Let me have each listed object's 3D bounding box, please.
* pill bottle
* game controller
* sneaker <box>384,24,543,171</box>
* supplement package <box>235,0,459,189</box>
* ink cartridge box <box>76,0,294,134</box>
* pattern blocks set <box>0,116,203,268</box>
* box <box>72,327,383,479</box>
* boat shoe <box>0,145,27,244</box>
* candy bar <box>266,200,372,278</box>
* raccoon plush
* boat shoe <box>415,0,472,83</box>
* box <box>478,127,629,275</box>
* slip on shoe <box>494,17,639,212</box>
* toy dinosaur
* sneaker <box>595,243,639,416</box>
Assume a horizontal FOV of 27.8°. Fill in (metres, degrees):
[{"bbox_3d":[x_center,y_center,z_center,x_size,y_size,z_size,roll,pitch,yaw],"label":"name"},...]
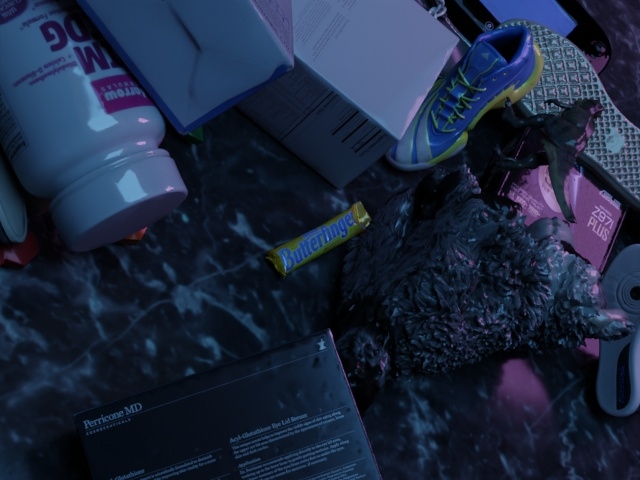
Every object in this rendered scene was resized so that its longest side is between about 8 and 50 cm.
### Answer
[{"bbox_3d":[-0.256,-0.142,1.312,0.160,0.160,0.283,-23,81,-36],"label":"pill bottle"},{"bbox_3d":[0.266,-0.330,1.798,0.319,0.067,0.166,46,54,-4],"label":"game controller"},{"bbox_3d":[0.171,-0.189,1.597,0.240,0.126,0.091,-39,66,-10],"label":"sneaker"},{"bbox_3d":[0.019,-0.213,1.546,0.203,0.149,0.194,39,55,-10],"label":"supplement package"},{"bbox_3d":[-0.155,-0.334,1.383,0.270,0.151,0.395,54,19,-29],"label":"ink cartridge box"},{"bbox_3d":[-0.282,-0.115,1.401,0.324,0.026,0.285,-20,80,-35],"label":"pattern blocks set"},{"bbox_3d":[-0.086,0.217,1.259,0.261,0.103,0.184,-18,79,-7],"label":"box"},{"bbox_3d":[-0.359,-0.083,1.301,0.065,0.075,0.206,-25,87,7],"label":"boat shoe"},{"bbox_3d":[0.000,0.000,1.521,0.161,0.018,0.040,-28,84,-37],"label":"candy bar"},{"bbox_3d":[0.150,0.133,1.500,0.299,0.216,0.446,43,83,-24],"label":"raccoon plush"},{"bbox_3d":[0.108,-0.285,1.662,0.319,0.099,0.116,34,52,-14],"label":"boat shoe"},{"bbox_3d":[0.292,-0.033,1.671,0.180,0.077,0.147,38,54,-10],"label":"box"},{"bbox_3d":[0.341,-0.159,1.725,0.331,0.101,0.123,43,79,-8],"label":"slip on shoe"},{"bbox_3d":[0.273,-0.117,1.564,0.118,0.064,0.268,10,39,15],"label":"toy dinosaur"},{"bbox_3d":[0.408,0.113,1.645,0.121,0.079,0.217,5,95,-52],"label":"sneaker"}]
